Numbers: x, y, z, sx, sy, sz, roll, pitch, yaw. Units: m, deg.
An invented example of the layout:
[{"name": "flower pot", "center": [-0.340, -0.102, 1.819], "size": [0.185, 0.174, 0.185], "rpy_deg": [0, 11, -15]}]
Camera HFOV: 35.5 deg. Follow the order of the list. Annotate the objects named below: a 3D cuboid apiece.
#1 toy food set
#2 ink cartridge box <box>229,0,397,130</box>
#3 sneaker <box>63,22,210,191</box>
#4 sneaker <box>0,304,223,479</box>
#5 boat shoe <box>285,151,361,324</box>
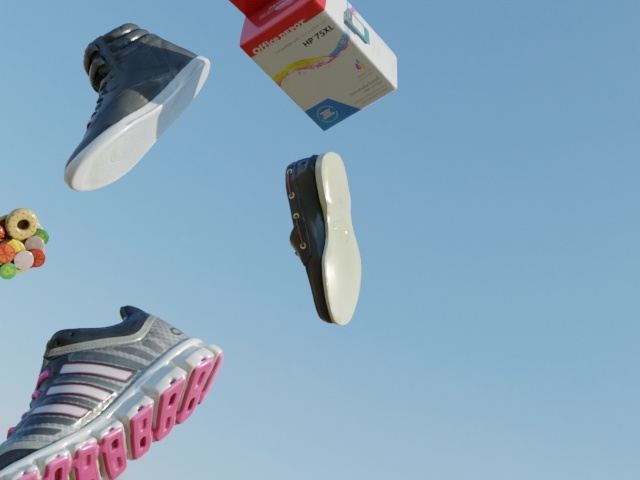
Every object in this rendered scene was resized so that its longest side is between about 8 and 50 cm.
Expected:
[{"name": "toy food set", "center": [-0.384, 0.006, 1.256], "size": [0.020, 0.083, 0.083], "rpy_deg": [25, -35, 54]}, {"name": "ink cartridge box", "center": [-0.015, -0.272, 1.361], "size": [0.134, 0.078, 0.231], "rpy_deg": [-28, -53, 30]}, {"name": "sneaker", "center": [-0.295, -0.192, 1.395], "size": [0.147, 0.296, 0.104], "rpy_deg": [32, -35, 7]}, {"name": "sneaker", "center": [-0.134, 0.091, 0.526], "size": [0.075, 0.170, 0.063], "rpy_deg": [36, -39, 23]}, {"name": "boat shoe", "center": [0.001, 0.000, 0.768], "size": [0.042, 0.133, 0.049], "rpy_deg": [-11, -6, 33]}]
